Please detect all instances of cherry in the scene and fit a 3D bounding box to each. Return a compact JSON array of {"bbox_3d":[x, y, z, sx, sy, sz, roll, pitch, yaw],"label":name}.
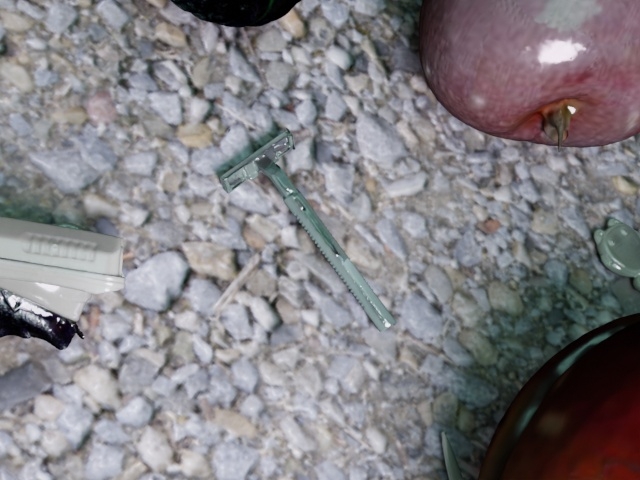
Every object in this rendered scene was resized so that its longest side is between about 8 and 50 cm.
[{"bbox_3d":[0.223,-0.217,1.008,0.261,0.221,0.308,6,56,-15],"label":"cherry"}]

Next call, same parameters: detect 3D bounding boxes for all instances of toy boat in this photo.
[{"bbox_3d":[-0.295,0.034,0.851,0.269,0.141,0.141,-6,77,-14],"label":"toy boat"}]

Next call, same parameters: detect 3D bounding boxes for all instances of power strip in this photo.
[{"bbox_3d":[0.317,0.015,1.063,0.055,0.035,0.083,-35,84,-20],"label":"power strip"}]

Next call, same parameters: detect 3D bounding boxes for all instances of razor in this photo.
[{"bbox_3d":[0.002,-0.001,0.984,0.084,0.036,0.211,-38,87,-18],"label":"razor"}]

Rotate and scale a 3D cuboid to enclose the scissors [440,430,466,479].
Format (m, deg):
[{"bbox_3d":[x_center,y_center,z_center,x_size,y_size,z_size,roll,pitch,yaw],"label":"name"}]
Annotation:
[{"bbox_3d":[0.129,0.235,0.964,0.058,0.014,0.119,-14,83,-19],"label":"scissors"}]

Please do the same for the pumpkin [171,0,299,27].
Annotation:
[{"bbox_3d":[-0.081,-0.294,0.979,0.194,0.150,0.194,5,72,-15],"label":"pumpkin"}]

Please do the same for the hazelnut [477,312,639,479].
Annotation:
[{"bbox_3d":[0.344,0.253,0.827,0.429,0.402,0.402,24,70,-19],"label":"hazelnut"}]
